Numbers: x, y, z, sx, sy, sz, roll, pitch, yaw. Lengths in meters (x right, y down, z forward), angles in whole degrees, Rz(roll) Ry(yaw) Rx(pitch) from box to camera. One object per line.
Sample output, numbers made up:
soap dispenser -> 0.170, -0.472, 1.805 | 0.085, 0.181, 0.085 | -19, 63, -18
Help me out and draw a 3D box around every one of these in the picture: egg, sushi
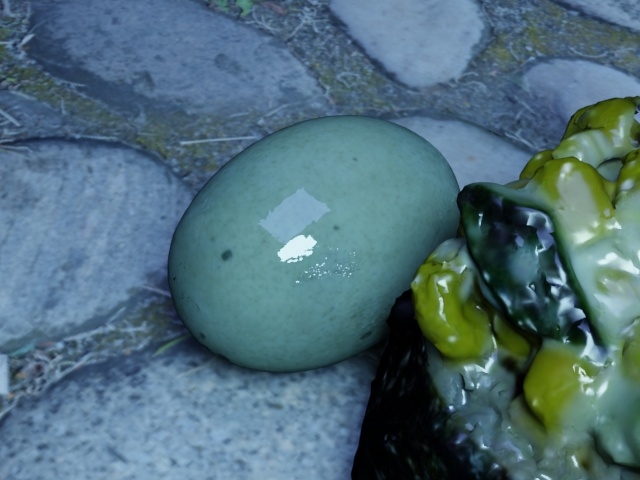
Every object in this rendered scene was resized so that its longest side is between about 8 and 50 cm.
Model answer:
egg -> 0.000, 0.000, 0.882 | 0.236, 0.169, 0.169 | -30, 54, -35
sushi -> 0.189, 0.073, 0.744 | 0.329, 0.285, 0.328 | -25, 52, -24
